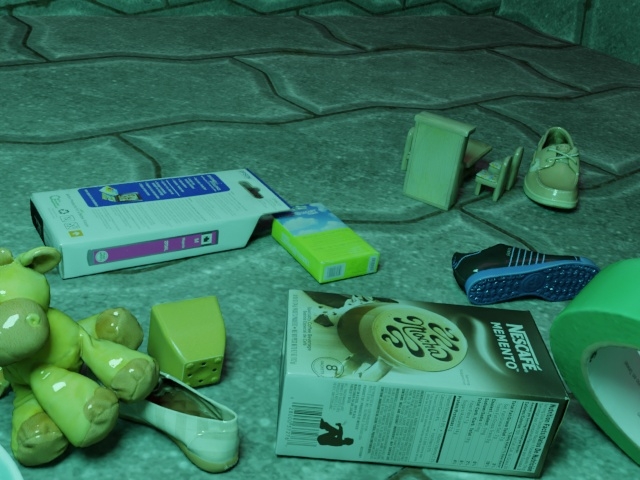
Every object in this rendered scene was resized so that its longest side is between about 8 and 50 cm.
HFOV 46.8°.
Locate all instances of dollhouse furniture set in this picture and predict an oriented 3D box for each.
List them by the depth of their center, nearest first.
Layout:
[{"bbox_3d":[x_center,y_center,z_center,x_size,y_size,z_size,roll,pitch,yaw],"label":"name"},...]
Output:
[{"bbox_3d":[0.271,-0.183,1.468,0.212,0.161,0.242,22,31,24],"label":"dollhouse furniture set"}]

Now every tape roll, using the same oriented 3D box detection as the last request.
[{"bbox_3d":[0.375,0.161,0.712,0.077,0.321,0.321,-42,49,-16],"label":"tape roll"}]

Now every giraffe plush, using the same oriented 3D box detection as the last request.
[{"bbox_3d":[-0.289,0.093,0.747,0.181,0.170,0.210,-42,47,-22],"label":"giraffe plush"}]

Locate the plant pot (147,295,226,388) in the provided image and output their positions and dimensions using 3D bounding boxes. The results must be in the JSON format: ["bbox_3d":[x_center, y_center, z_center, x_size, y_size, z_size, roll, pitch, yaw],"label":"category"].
[{"bbox_3d":[-0.153,0.127,0.877,0.081,0.081,0.083,-7,42,-26],"label":"plant pot"}]

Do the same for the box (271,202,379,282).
[{"bbox_3d":[0.000,0.000,1.183,0.109,0.042,0.178,-9,33,-30],"label":"box"}]

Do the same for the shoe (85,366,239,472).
[{"bbox_3d":[-0.172,0.170,0.808,0.219,0.058,0.076,24,32,27],"label":"shoe"}]

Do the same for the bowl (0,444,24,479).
[{"bbox_3d":[-0.347,0.264,0.481,0.311,0.163,0.311,6,29,-3],"label":"bowl"}]

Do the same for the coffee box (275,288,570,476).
[{"bbox_3d":[0.103,0.157,0.843,0.297,0.119,0.168,6,28,-5],"label":"coffee box"}]

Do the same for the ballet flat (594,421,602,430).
[{"bbox_3d":[0.411,0.199,0.921,0.173,0.049,0.057,-9,34,-29],"label":"ballet flat"}]

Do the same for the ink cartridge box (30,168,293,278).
[{"bbox_3d":[-0.245,-0.039,1.167,0.371,0.069,0.176,-12,34,-29],"label":"ink cartridge box"}]

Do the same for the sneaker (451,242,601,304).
[{"bbox_3d":[0.318,0.042,1.152,0.232,0.081,0.090,-2,37,-16],"label":"sneaker"}]

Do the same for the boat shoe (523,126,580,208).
[{"bbox_3d":[0.489,-0.156,1.542,0.109,0.098,0.302,14,29,10],"label":"boat shoe"}]
